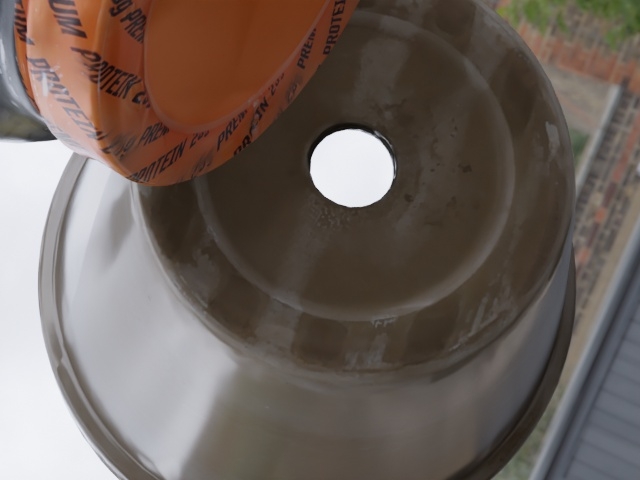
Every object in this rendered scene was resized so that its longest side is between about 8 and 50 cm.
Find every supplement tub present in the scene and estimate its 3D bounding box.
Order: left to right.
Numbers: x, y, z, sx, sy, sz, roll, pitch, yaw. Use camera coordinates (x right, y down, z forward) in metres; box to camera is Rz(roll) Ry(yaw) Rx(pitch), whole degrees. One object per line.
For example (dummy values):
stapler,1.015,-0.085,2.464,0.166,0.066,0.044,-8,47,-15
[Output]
supplement tub,-0.140,-0.160,0.417,0.193,0.316,0.193,-50,-19,-23

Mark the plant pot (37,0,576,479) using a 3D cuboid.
plant pot,0.000,0.000,0.653,0.323,0.323,0.280,-61,-3,-14
